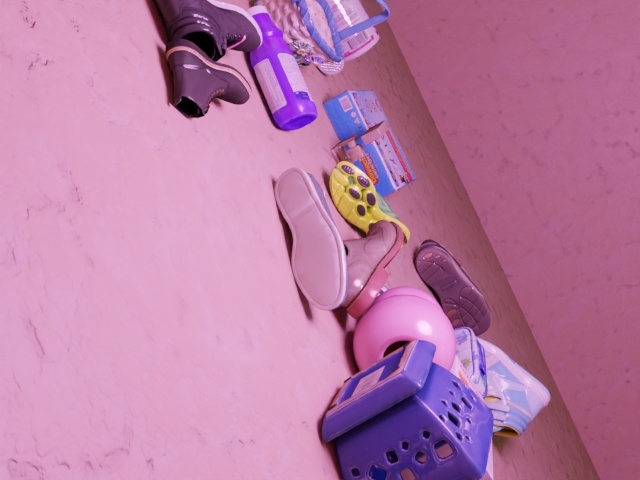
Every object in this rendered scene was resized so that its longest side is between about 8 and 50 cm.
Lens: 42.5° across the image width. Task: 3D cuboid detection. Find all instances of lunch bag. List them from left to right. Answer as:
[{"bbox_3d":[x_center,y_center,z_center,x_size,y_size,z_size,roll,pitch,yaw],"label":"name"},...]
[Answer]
[{"bbox_3d":[0.303,0.307,1.923,0.090,0.176,0.219,56,20,-23],"label":"lunch bag"}]

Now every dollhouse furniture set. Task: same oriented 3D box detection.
[{"bbox_3d":[0.125,-0.219,2.144,0.123,0.151,0.144,61,22,-10],"label":"dollhouse furniture set"}]

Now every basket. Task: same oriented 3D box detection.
[{"bbox_3d":[0.006,-0.555,2.039,0.254,0.288,0.201,25,44,-59],"label":"basket"}]

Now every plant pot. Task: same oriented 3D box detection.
[{"bbox_3d":[0.145,0.322,1.435,0.212,0.236,0.236,56,20,-3],"label":"plant pot"}]

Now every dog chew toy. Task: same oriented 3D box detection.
[{"bbox_3d":[0.176,0.191,1.729,0.207,0.206,0.332,61,11,-9],"label":"dog chew toy"}]

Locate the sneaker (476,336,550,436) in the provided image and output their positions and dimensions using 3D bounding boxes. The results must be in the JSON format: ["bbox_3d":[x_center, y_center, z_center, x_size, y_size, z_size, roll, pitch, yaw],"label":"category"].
[{"bbox_3d":[0.464,0.418,2.291,0.319,0.208,0.127,36,-26,11],"label":"sneaker"}]

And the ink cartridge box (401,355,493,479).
[{"bbox_3d":[0.242,0.384,1.684,0.171,0.168,0.233,59,20,-14],"label":"ink cartridge box"}]

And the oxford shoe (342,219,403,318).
[{"bbox_3d":[0.088,0.025,1.771,0.130,0.123,0.348,36,28,-4],"label":"oxford shoe"}]

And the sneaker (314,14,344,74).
[{"bbox_3d":[-0.029,-0.612,2.324,0.282,0.102,0.161,59,14,-48],"label":"sneaker"}]

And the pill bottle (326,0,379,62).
[{"bbox_3d":[0.048,-0.702,2.518,0.283,0.160,0.160,57,21,-21],"label":"pill bottle"}]

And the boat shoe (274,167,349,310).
[{"bbox_3d":[0.000,0.000,1.616,0.099,0.116,0.320,30,34,-52],"label":"boat shoe"}]

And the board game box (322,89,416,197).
[{"bbox_3d":[0.149,-0.279,2.374,0.308,0.086,0.302,64,19,-1],"label":"board game box"}]

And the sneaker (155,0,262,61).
[{"bbox_3d":[-0.205,-0.388,1.592,0.295,0.104,0.147,17,52,-57],"label":"sneaker"}]

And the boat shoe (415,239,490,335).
[{"bbox_3d":[0.405,0.133,2.466,0.355,0.132,0.130,57,21,-25],"label":"boat shoe"}]

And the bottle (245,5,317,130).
[{"bbox_3d":[-0.101,-0.391,1.860,0.283,0.092,0.118,67,19,7],"label":"bottle"}]

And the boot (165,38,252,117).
[{"bbox_3d":[-0.202,-0.260,1.495,0.197,0.076,0.137,23,48,-43],"label":"boot"}]

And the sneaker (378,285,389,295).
[{"bbox_3d":[0.122,0.111,1.883,0.144,0.053,0.059,15,50,-66],"label":"sneaker"}]

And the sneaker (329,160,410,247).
[{"bbox_3d":[0.107,-0.084,2.044,0.295,0.109,0.123,49,2,-34],"label":"sneaker"}]
